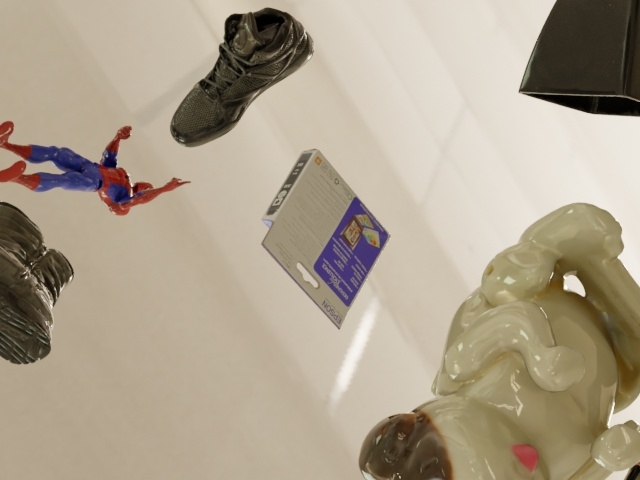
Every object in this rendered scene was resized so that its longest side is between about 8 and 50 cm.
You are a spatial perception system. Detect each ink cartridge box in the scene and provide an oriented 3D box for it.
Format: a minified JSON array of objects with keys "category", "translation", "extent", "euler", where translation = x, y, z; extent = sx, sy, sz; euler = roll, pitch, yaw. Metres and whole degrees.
[{"category":"ink cartridge box","translation":[0.000,0.000,2.300],"extent":[0.206,0.045,0.208],"euler":[49,-128,-26]}]

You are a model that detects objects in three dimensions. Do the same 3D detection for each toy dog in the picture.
[{"category":"toy dog","translation":[0.216,0.196,1.789],"extent":[0.284,0.395,0.408],"euler":[57,-131,-23]}]

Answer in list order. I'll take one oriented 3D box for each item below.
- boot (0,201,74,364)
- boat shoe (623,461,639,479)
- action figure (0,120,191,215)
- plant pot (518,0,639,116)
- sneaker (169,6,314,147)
[{"category":"boot","translation":[-0.368,0.009,1.599],"extent":[0.246,0.083,0.161],"euler":[53,-158,-32]},{"category":"boat shoe","translation":[0.466,0.332,2.114],"extent":[0.043,0.137,0.049],"euler":[30,-179,-41]},{"category":"action figure","translation":[-0.284,-0.102,1.916],"extent":[0.280,0.139,0.091],"euler":[19,-133,-59]},{"category":"plant pot","translation":[0.417,-0.270,2.083],"extent":[0.187,0.188,0.167],"euler":[10,-92,-44]},{"category":"sneaker","translation":[-0.119,-0.222,1.919],"extent":[0.087,0.227,0.130],"euler":[53,-177,26]}]
